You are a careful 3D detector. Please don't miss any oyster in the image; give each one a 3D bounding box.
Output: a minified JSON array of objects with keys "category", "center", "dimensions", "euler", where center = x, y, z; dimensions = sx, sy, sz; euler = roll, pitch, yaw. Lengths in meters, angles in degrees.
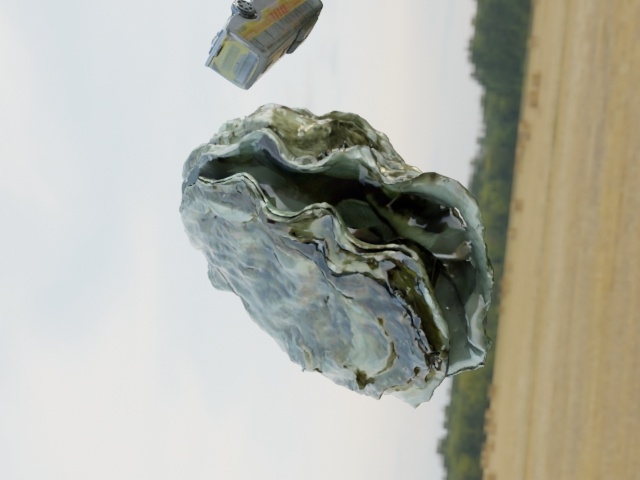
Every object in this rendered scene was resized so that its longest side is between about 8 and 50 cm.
[{"category":"oyster","center":[0.000,0.000,0.828],"dimensions":[0.112,0.268,0.198],"euler":[-38,-48,-26]}]

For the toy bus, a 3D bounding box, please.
[{"category":"toy bus","center":[-0.059,-0.232,1.462],"dimensions":[0.064,0.075,0.190],"euler":[-56,-3,36]}]
